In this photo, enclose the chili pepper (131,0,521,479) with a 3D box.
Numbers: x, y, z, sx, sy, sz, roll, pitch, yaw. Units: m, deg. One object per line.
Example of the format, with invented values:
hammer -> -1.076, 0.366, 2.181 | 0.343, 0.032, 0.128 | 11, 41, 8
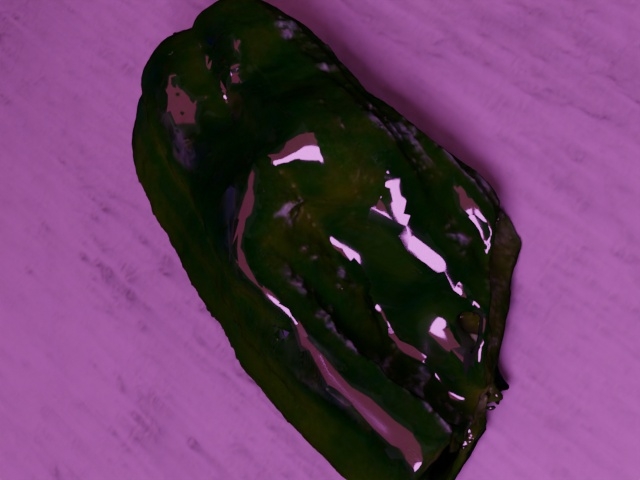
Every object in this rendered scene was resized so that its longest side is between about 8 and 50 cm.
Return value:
chili pepper -> -0.001, -0.004, 0.892 | 0.213, 0.167, 0.385 | -43, 68, 16
